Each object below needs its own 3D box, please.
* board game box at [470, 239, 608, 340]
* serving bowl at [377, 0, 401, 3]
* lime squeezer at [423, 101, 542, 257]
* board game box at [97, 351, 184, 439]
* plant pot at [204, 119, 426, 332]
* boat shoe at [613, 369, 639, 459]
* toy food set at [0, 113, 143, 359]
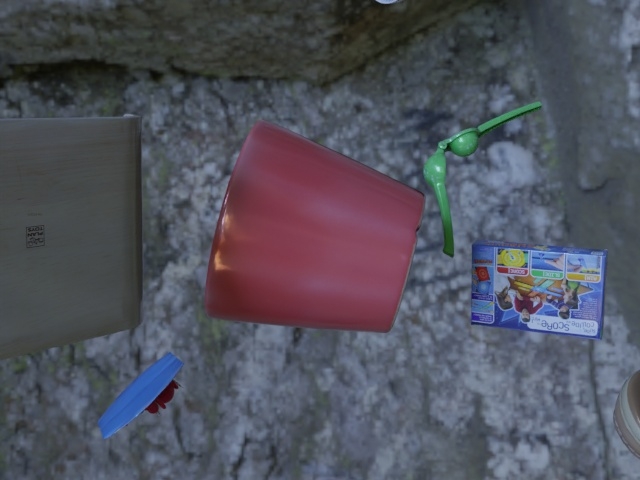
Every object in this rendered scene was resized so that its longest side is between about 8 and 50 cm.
[{"bbox_3d":[0.334,0.075,1.339,0.035,0.201,0.136,-34,-54,-61],"label":"board game box"},{"bbox_3d":[0.075,-0.265,0.820,0.083,0.027,0.083,10,103,53],"label":"serving bowl"},{"bbox_3d":[0.228,-0.126,1.344,0.310,0.110,0.059,-56,-30,-21],"label":"lime squeezer"},{"bbox_3d":[-0.226,0.210,1.130,0.033,0.133,0.169,49,166,-12],"label":"board game box"},{"bbox_3d":[0.000,0.000,1.162,0.275,0.243,0.275,15,-90,-87],"label":"plant pot"},{"bbox_3d":[0.397,0.203,0.820,0.110,0.341,0.121,-47,34,46],"label":"boat shoe"},{"bbox_3d":[-0.295,-0.009,0.821,0.306,0.092,0.219,-11,-73,-48],"label":"toy food set"}]
